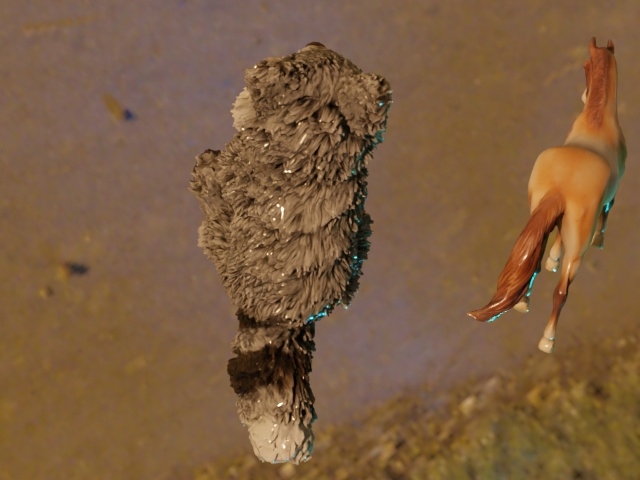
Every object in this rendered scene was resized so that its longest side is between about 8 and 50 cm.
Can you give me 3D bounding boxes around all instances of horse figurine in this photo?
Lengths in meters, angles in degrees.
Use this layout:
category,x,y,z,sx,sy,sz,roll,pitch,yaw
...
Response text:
category,x,y,z,sx,sy,sz,roll,pitch,yaw
horse figurine,0.191,-0.029,1.229,0.263,0.066,0.174,-48,150,-53

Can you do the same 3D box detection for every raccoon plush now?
category,x,y,z,sx,sy,sz,roll,pitch,yaw
raccoon plush,0.000,0.000,1.780,0.216,0.446,0.299,-10,164,-16
